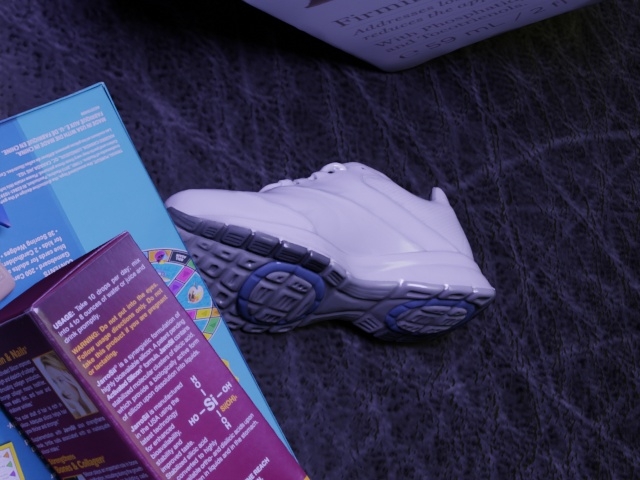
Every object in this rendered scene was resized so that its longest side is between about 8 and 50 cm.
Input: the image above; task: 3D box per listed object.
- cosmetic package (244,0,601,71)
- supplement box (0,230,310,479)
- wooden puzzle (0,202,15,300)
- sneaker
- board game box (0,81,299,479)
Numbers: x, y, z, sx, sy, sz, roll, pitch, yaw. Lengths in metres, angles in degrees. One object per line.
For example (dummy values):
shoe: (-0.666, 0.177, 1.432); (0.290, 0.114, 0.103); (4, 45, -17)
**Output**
cosmetic package: (0.086, -0.350, 0.881); (0.394, 0.329, 0.327); (8, 69, -64)
supplement box: (-0.105, 0.101, 0.704); (0.081, 0.104, 0.188); (-43, 102, -39)
wooden puzzle: (-0.221, 0.019, 0.703); (0.116, 0.014, 0.078); (-36, 103, -39)
sneaker: (0.000, 0.000, 0.944); (0.297, 0.111, 0.129); (12, 52, -39)
board game box: (-0.175, 0.099, 0.771); (0.254, 0.079, 0.336); (-29, 94, -40)
